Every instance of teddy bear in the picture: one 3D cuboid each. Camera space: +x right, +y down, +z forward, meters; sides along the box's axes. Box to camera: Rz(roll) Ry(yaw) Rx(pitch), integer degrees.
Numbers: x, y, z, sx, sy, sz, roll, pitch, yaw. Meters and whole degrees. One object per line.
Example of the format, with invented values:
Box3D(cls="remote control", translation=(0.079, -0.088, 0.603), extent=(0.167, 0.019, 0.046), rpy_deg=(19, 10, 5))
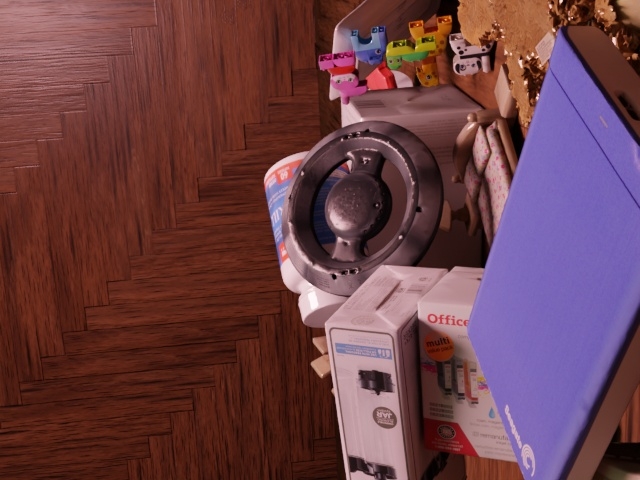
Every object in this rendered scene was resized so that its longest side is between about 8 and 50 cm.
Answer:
Box3D(cls="teddy bear", translation=(0.231, -0.198, 0.858), extent=(0.338, 0.113, 0.245), rpy_deg=(-143, 41, -72))

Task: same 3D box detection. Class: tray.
Box3D(cls="tray", translation=(0.108, -0.322, 1.456), extent=(0.270, 0.030, 0.145), rpy_deg=(-46, -23, -29))

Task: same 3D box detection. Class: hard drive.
Box3D(cls="hard drive", translation=(0.191, 0.028, 0.769), extent=(0.210, 0.040, 0.319), rpy_deg=(-105, 18, -47))

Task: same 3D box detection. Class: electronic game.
Box3D(cls="electronic game", translation=(0.049, -0.042, 1.254), extent=(0.048, 0.229, 0.229), rpy_deg=(27, -130, -55))

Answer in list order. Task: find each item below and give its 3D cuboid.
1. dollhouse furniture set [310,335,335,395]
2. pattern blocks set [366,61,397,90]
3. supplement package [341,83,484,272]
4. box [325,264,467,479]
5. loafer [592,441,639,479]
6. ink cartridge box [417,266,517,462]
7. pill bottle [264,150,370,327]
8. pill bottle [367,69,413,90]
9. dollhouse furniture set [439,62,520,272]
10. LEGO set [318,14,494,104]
Box3D(cls="dollhouse furniture set", translation=(0.102, 0.157, 1.660), extent=(0.259, 0.135, 0.262), rpy_deg=(47, 143, 43))
Box3D(cls="pattern blocks set", translation=(0.118, -0.138, 1.672), extent=(0.325, 0.026, 0.285), rpy_deg=(65, 164, 4))
Box3D(cls="supplement package", translation=(0.131, -0.063, 1.457), extent=(0.177, 0.175, 0.293), rpy_deg=(-113, 19, -69))
Box3D(cls="box", translation=(0.094, 0.193, 1.152), extent=(0.169, 0.087, 0.290), rpy_deg=(-43, -51, -55))
Box3D(cls="loafer", translation=(0.264, 0.212, 0.773), extent=(0.268, 0.101, 0.092), rpy_deg=(157, 114, -83))
Box3D(cls="ink cartridge box", translation=(0.187, 0.130, 1.089), extent=(0.127, 0.128, 0.176), rpy_deg=(-31, -60, -59))
Box3D(cls="pill bottle", translation=(0.000, 0.000, 1.362), extent=(0.124, 0.124, 0.222), rpy_deg=(98, 162, -64))
Box3D(cls="pill bottle", translation=(0.119, -0.217, 1.789), extent=(0.184, 0.103, 0.103), rpy_deg=(94, 169, -58))
Box3D(cls="dollhouse furniture set", translation=(0.168, 0.024, 1.198), extent=(0.356, 0.173, 0.303), rpy_deg=(94, 169, -55))
Box3D(cls="LEGO set", translation=(0.121, -0.236, 1.336), extent=(0.087, 0.227, 0.093), rpy_deg=(-83, -17, -51))
